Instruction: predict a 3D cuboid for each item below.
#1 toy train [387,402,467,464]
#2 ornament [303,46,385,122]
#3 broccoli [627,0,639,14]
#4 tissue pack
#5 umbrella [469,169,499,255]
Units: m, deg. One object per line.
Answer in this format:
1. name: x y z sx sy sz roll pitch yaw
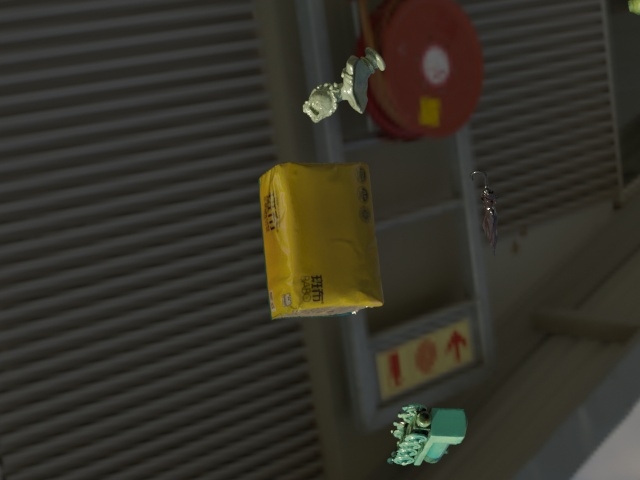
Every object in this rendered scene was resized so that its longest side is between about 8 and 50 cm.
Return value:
1. toy train: 0.072 0.134 0.876 0.045 0.029 0.092 4 156 -2
2. ornament: 0.030 -0.162 1.337 0.092 0.068 0.041 -23 -132 -34
3. broccoli: 0.318 -0.188 0.661 0.324 0.334 0.272 5 180 20
4. tissue pack: 0.000 0.000 1.438 0.120 0.169 0.082 -1 171 -27
5. umbrella: 0.165 -0.025 1.234 0.022 0.122 0.013 -3 -131 18
